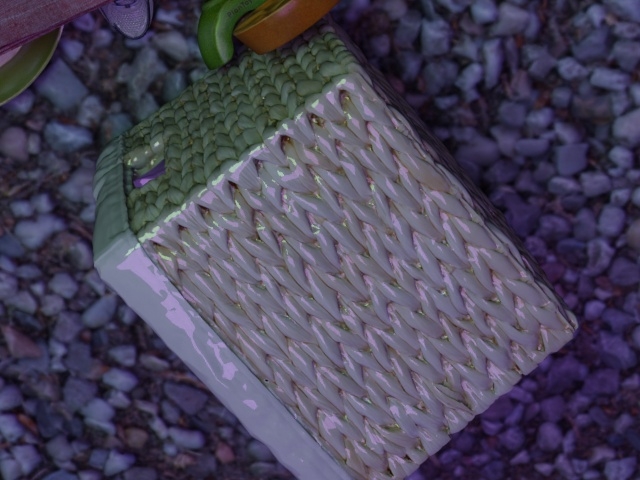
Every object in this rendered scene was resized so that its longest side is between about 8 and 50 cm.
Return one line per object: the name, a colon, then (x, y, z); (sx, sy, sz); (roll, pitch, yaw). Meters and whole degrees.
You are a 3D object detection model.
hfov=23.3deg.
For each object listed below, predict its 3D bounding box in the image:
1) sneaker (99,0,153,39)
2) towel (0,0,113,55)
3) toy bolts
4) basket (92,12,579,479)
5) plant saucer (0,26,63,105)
sneaker: (-0.185, -0.239, 1.380); (0.052, 0.058, 0.135); (-15, 113, 2)
towel: (-0.329, -0.298, 1.260); (0.237, 0.037, 0.329); (-19, 115, 34)
toy bolts: (-0.039, -0.275, 1.314); (0.228, 0.218, 0.158); (-38, 105, -8)
basket: (0.000, 0.000, 1.354); (0.266, 0.328, 0.331); (-41, 109, 8)
plant saucer: (-0.346, -0.226, 1.385); (0.241, 0.037, 0.241); (-1, 112, -3)
